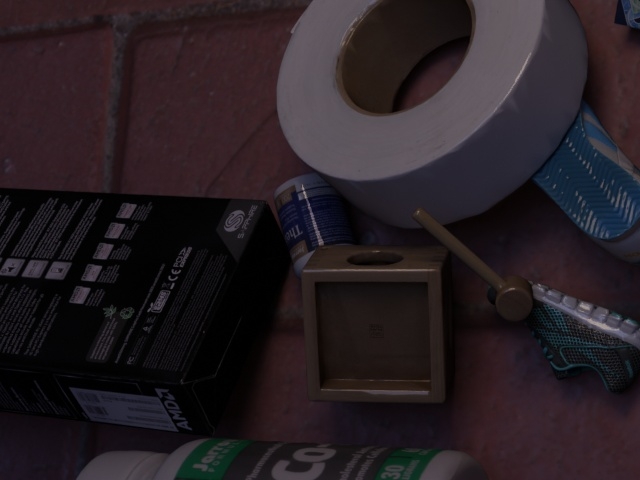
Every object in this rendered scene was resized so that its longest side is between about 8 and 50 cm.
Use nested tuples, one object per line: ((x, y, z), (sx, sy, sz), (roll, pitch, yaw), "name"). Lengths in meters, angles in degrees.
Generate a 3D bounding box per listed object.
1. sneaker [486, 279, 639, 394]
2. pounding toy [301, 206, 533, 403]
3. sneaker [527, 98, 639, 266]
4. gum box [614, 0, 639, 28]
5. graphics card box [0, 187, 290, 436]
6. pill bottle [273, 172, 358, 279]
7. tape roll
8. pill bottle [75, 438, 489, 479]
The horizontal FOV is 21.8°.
((0.218, 0.086, 1.501), (0.166, 0.065, 0.076), (22, 91, 29), "sneaker")
((0.093, 0.048, 1.514), (0.206, 0.094, 0.181), (0, 105, 11), "pounding toy")
((0.240, -0.061, 1.517), (0.087, 0.092, 0.229), (-39, 45, 14), "sneaker")
((0.362, -0.255, 1.484), (0.184, 0.041, 0.157), (17, 111, 34), "gum box")
((-0.238, 0.061, 1.647), (0.371, 0.094, 0.233), (2, 48, 26), "graphics card box")
((0.000, 0.000, 1.616), (0.067, 0.067, 0.120), (-24, 68, 18), "pill bottle")
((0.100, -0.157, 1.549), (0.286, 0.100, 0.286), (-19, 54, 28), "tape roll")
((-0.038, 0.281, 1.486), (0.361, 0.204, 0.204), (-1, 77, 24), "pill bottle")
